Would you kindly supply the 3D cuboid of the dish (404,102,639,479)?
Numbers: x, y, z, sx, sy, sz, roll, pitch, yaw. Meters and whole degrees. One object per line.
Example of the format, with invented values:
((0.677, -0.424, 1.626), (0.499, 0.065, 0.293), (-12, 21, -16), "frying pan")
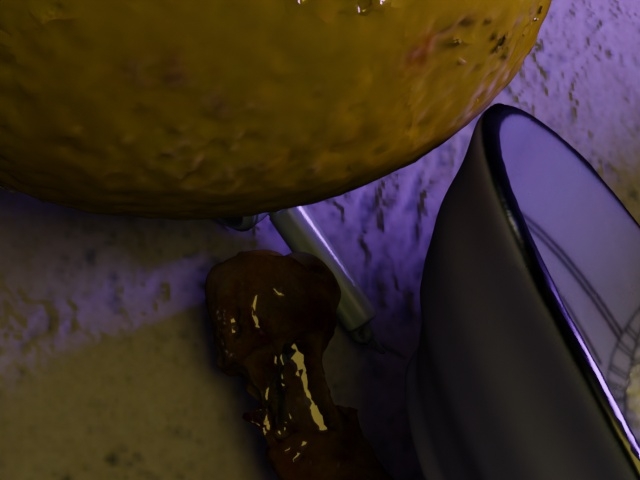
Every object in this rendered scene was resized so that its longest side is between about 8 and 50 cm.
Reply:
((0.118, 0.099, 0.568), (0.316, 0.106, 0.316), (49, 22, -27), "dish")

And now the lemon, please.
((-0.039, -0.135, 0.518), (0.310, 0.258, 0.257), (-8, 79, -25), "lemon")

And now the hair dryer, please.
((0.000, 0.000, 0.630), (0.063, 0.038, 0.124), (-39, 100, -29), "hair dryer")

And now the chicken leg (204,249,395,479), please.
((0.015, 0.121, 0.581), (0.107, 0.087, 0.251), (-12, 75, -51), "chicken leg")
